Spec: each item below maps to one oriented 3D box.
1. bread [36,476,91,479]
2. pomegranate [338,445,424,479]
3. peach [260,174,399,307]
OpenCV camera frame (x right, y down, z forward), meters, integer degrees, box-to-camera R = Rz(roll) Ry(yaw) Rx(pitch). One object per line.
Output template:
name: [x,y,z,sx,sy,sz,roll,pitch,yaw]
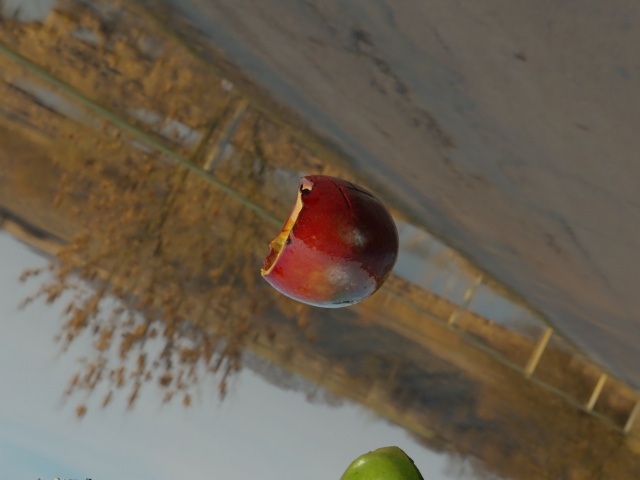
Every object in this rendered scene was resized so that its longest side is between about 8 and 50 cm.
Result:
bread: [-0.325,0.359,1.576,0.103,0.065,0.187,-3,157,21]
pomegranate: [0.108,0.512,2.199,0.190,0.159,0.241,34,141,55]
peach: [0.000,0.000,1.660,0.190,0.196,0.226,-21,165,37]
